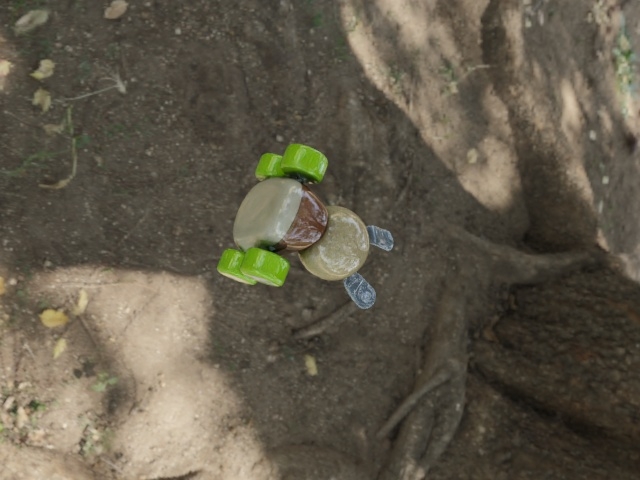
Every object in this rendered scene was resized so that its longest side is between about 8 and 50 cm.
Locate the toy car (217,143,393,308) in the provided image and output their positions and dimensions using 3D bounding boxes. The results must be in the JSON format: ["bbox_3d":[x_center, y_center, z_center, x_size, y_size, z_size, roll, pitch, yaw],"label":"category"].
[{"bbox_3d":[0.000,0.000,0.841,0.188,0.149,0.155,26,77,-24],"label":"toy car"}]
